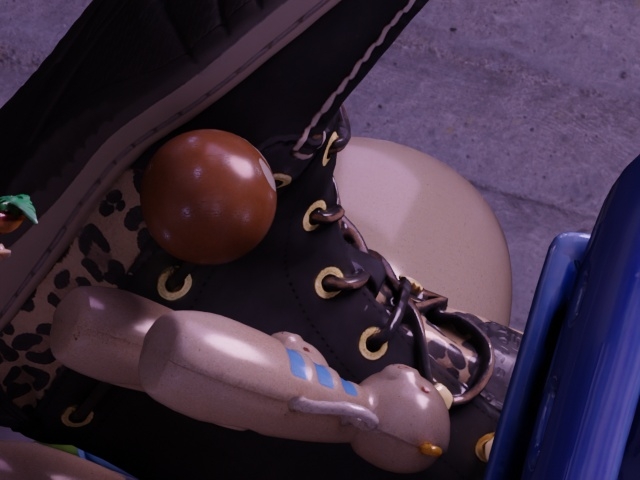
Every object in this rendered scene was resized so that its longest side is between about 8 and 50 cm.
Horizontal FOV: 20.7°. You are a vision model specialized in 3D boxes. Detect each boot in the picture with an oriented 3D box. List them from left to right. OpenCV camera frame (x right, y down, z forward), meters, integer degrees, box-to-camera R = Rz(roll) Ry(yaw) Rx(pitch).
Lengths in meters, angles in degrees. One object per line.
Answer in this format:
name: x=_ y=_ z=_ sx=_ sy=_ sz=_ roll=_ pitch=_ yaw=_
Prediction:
boot: x=0.000 y=0.000 z=0.818 sx=0.284 sy=0.377 sz=0.138 roll=35 pitch=23 yaw=-28

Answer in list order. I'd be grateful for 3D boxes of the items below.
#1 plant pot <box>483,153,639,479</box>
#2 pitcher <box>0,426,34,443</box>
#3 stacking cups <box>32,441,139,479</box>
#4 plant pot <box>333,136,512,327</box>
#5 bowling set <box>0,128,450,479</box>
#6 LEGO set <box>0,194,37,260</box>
plant pot: x=0.182 y=0.109 z=0.687 sx=0.236 sy=0.236 sz=0.212 roll=16 pitch=-8 yaw=-6
pitcher: x=-0.214 y=0.067 z=0.918 sx=0.207 sy=0.125 sz=0.178 roll=4 pitch=27 yaw=-38
stacking cups: x=-0.100 y=0.107 z=1.073 sx=0.316 sy=0.096 sz=0.096 roll=15 pitch=-2 yaw=27
plant pot: x=0.019 y=0.086 z=1.386 sx=0.284 sy=0.284 sz=0.191 roll=16 pitch=31 yaw=-12
bowling set: x=-0.017 y=0.071 z=0.688 sx=0.154 sy=0.199 sz=0.287 roll=20 pitch=0 yaw=-29
LEGO set: x=-0.264 y=-0.052 z=0.573 sx=0.331 sy=0.192 sz=0.255 roll=-4 pitch=19 yaw=-40
